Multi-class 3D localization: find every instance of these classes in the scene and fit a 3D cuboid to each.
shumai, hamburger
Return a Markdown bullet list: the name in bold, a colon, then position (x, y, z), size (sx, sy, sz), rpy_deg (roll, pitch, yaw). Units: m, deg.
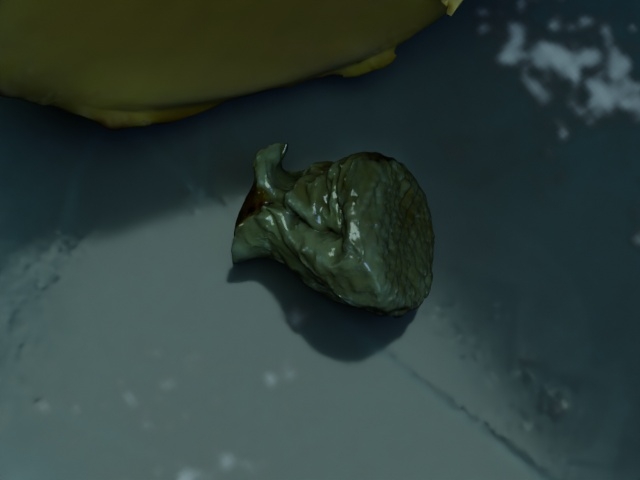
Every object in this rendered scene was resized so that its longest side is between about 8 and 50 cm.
- **shumai**: position (0.000, 0.000, 0.769), size (0.080, 0.082, 0.083), rpy_deg (-14, 39, 25)
- **hamburger**: position (-0.049, -0.201, 0.723), size (0.276, 0.276, 0.236), rpy_deg (-17, 66, -10)
